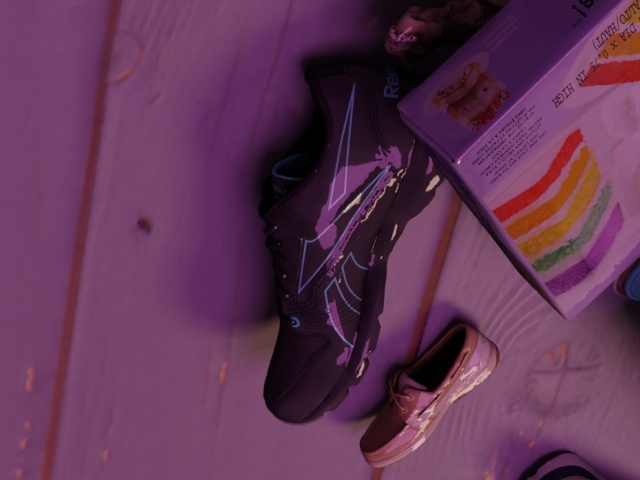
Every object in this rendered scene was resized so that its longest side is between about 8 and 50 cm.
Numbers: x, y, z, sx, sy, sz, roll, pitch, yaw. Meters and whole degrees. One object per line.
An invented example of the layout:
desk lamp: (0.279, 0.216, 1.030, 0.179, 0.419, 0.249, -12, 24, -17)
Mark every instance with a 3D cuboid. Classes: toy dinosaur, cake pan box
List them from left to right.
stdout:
toy dinosaur: (0.157, -0.166, 0.991, 0.268, 0.064, 0.118, -1, 127, -29)
cake pan box: (0.203, -0.099, 0.980, 0.267, 0.070, 0.246, -43, 145, -1)

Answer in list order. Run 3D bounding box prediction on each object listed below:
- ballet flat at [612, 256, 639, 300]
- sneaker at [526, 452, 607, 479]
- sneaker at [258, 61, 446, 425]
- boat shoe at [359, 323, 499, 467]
ballet flat: (0.314, -0.048, 1.128, 0.248, 0.086, 0.086, -34, 130, 8)
sneaker: (0.270, 0.269, 1.323, 0.235, 0.095, 0.090, 24, 109, -36)
sneaker: (0.000, 0.000, 1.024, 0.106, 0.101, 0.267, 14, 108, -20)
boat shoe: (0.076, 0.116, 1.160, 0.135, 0.050, 0.045, -46, 126, -2)
